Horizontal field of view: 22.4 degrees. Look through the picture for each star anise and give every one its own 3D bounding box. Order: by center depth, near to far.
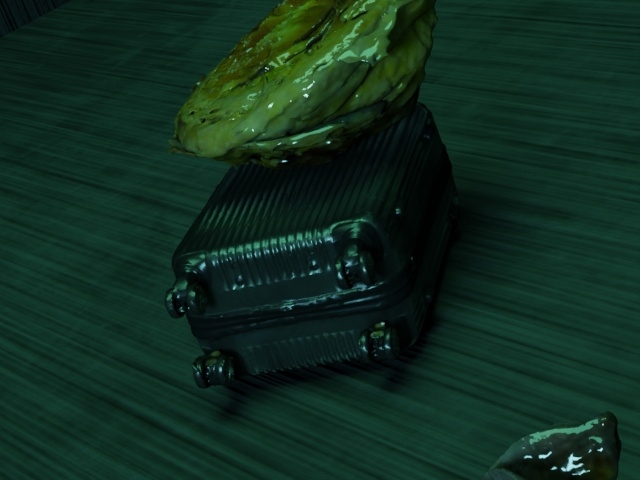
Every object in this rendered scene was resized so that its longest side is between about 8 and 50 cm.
[{"bbox_3d":[0.101,0.172,0.926,0.212,0.073,0.197,-33,-14,-24],"label":"star anise"}]

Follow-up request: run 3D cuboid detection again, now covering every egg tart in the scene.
[{"bbox_3d":[0.003,-0.141,1.376,0.297,0.132,0.297,-30,21,13],"label":"egg tart"}]

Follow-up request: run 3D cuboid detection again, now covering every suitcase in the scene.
[{"bbox_3d":[0.000,0.000,1.368,0.202,0.128,0.312,-11,25,18],"label":"suitcase"}]
